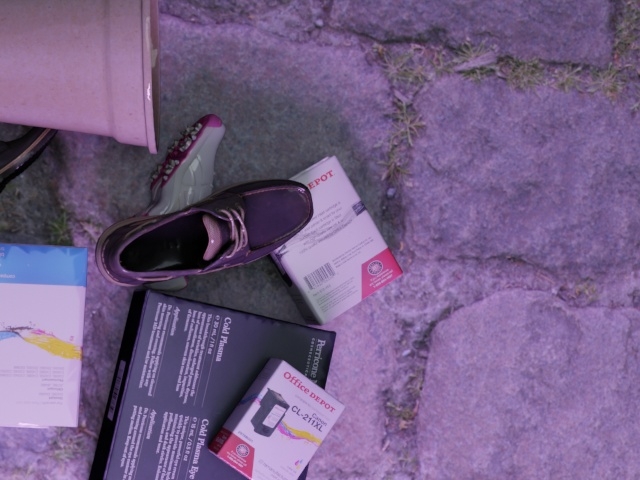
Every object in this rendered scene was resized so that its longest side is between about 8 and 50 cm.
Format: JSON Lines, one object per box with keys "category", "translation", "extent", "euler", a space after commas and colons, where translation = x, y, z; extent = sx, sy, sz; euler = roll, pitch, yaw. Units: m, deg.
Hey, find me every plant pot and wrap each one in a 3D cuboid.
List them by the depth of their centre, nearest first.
{"category": "plant pot", "translation": [-0.404, -0.296, 1.811], "extent": [0.306, 0.334, 0.333], "euler": [-1, 87, -5]}

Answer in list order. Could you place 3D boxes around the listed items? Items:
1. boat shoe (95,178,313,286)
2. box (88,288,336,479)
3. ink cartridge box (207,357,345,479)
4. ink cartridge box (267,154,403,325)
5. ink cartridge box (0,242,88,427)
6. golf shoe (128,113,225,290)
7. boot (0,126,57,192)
{"category": "boat shoe", "translation": [-0.167, -0.002, 1.837], "extent": [0.356, 0.130, 0.132], "euler": [-20, 103, -15]}
{"category": "box", "translation": [-0.176, 0.276, 1.893], "extent": [0.313, 0.179, 0.343], "euler": [15, 83, -15]}
{"category": "ink cartridge box", "translation": [-0.066, 0.282, 1.795], "extent": [0.127, 0.072, 0.175], "euler": [37, 78, -11]}
{"category": "ink cartridge box", "translation": [0.000, 0.000, 2.000], "extent": [0.172, 0.100, 0.237], "euler": [-32, 96, -15]}
{"category": "ink cartridge box", "translation": [-0.467, 0.143, 1.807], "extent": [0.197, 0.198, 0.269], "euler": [3, 85, -17]}
{"category": "golf shoe", "translation": [-0.221, -0.057, 1.945], "extent": [0.140, 0.115, 0.306], "euler": [30, 87, -21]}
{"category": "boot", "translation": [-0.528, -0.153, 1.874], "extent": [0.198, 0.077, 0.137], "euler": [-44, 94, -15]}
